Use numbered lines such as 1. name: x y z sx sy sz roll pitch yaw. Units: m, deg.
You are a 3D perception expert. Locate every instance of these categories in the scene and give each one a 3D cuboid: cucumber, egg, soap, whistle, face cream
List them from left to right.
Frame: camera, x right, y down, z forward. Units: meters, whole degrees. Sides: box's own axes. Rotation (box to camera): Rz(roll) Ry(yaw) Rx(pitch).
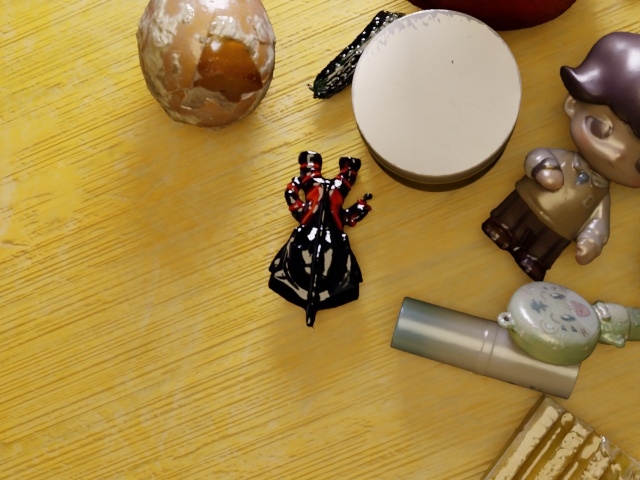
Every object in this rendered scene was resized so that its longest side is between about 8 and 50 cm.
1. egg: -0.156 -0.269 1.557 0.195 0.195 0.233 4 92 6
2. cucumber: 0.057 -0.262 1.604 0.181 0.053 0.053 -44 83 1
3. face cream: 0.155 -0.181 1.521 0.218 0.179 0.218 0 86 6
4. face cream: 0.224 0.146 1.542 0.250 0.077 0.077 17 88 7
5. soap: 0.286 0.362 1.514 0.173 0.089 0.274 37 90 8
6. whistle: 0.350 0.112 1.502 0.258 0.067 0.126 1 42 -17

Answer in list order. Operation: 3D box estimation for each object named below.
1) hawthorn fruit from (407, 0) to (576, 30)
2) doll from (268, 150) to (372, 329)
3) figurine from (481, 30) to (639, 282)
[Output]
1. hawthorn fruit: 0.209 -0.404 1.506 0.307 0.265 0.265 -6 85 26
2. doll: 0.002 0.001 1.579 0.127 0.088 0.248 -3 75 26
3. figurine: 0.369 -0.117 1.482 0.365 0.206 0.218 -46 75 2
